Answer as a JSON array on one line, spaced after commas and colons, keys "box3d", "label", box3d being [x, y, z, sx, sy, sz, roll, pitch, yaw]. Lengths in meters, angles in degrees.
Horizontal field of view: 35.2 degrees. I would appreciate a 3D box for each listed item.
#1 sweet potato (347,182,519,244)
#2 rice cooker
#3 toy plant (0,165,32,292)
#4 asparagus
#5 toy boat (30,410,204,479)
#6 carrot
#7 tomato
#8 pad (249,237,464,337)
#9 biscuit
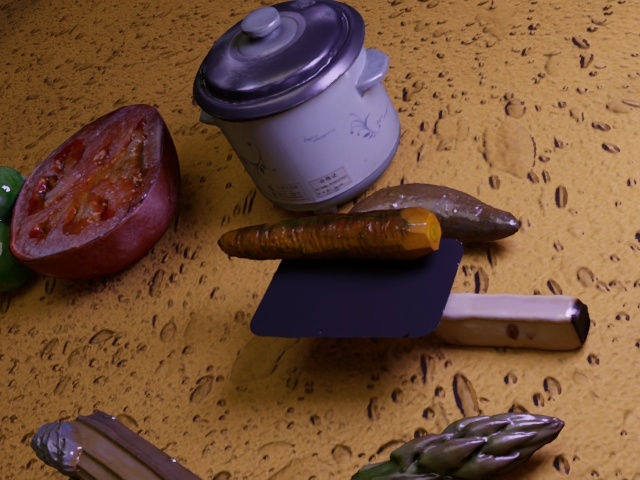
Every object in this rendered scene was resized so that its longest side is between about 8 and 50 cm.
[{"box3d": [0.105, -0.015, 1.337, 0.310, 0.098, 0.124, -17, 61, 15], "label": "sweet potato"}, {"box3d": [-0.033, -0.207, 1.476, 0.317, 0.316, 0.264, -7, 44, 27], "label": "rice cooker"}, {"box3d": [-0.587, -0.018, 1.744, 0.235, 0.175, 0.218, -3, 82, 34], "label": "toy plant"}, {"box3d": [0.119, 0.239, 1.063, 0.287, 0.080, 0.080, -22, 39, 11], "label": "asparagus"}, {"box3d": [-0.194, 0.326, 1.129, 0.445, 0.136, 0.162, 20, 56, 44], "label": "toy boat"}, {"box3d": [0.000, 0.000, 1.271, 0.314, 0.066, 0.066, -5, 45, 29], "label": "carrot"}, {"box3d": [-0.345, -0.057, 1.646, 0.338, 0.143, 0.338, -22, 40, 19], "label": "tomato"}, {"box3d": [0.027, 0.129, 1.193, 0.250, 0.055, 0.323, -1, 61, 27], "label": "pad"}, {"box3d": [0.217, 0.091, 1.177, 0.188, 0.056, 0.052, -2, 47, 34], "label": "biscuit"}]
